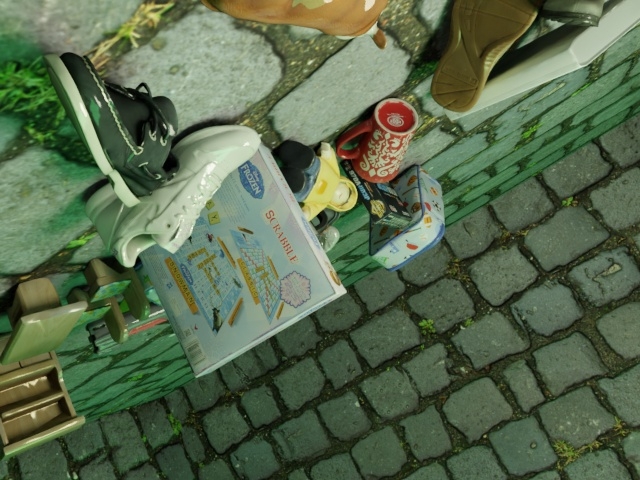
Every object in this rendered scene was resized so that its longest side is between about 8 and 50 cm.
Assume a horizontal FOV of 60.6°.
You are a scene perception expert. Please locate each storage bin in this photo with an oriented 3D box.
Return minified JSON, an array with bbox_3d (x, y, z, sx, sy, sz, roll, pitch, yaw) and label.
[{"bbox_3d":[-0.029,-0.060,1.439,0.091,0.098,0.135,-1,151,-42],"label":"storage bin"}]

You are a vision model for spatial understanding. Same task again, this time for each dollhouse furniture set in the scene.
[{"bbox_3d":[-0.577,0.255,1.126,0.362,0.257,0.394,-15,161,-45],"label":"dollhouse furniture set"}]

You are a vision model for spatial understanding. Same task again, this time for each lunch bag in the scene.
[{"bbox_3d":[-0.338,0.079,1.315,0.176,0.090,0.219,-26,166,-8],"label":"lunch bag"},{"bbox_3d":[0.240,-0.067,1.599,0.243,0.115,0.303,-40,-154,34],"label":"lunch bag"}]

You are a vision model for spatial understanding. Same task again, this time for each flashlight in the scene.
[{"bbox_3d":[-0.436,0.206,1.413,0.304,0.103,0.103,-22,174,-32],"label":"flashlight"}]

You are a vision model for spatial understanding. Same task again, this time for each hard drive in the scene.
[{"bbox_3d":[0.408,-0.337,1.014,0.233,0.047,0.353,-39,-170,-16],"label":"hard drive"}]

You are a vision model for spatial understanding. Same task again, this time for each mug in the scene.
[{"bbox_3d":[0.123,-0.205,1.157,0.150,0.113,0.169,-25,163,-20],"label":"mug"}]

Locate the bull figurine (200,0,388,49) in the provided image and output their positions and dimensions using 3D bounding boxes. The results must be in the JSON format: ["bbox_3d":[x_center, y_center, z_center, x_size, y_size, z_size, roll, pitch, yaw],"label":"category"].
[{"bbox_3d":[0.014,-0.300,0.603,0.310,0.101,0.188,-19,160,-43],"label":"bull figurine"}]

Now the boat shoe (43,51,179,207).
[{"bbox_3d":[-0.228,-0.134,0.669,0.113,0.127,0.340,-26,168,-13],"label":"boat shoe"}]

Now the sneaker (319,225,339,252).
[{"bbox_3d":[0.000,0.000,1.752,0.115,0.090,0.232,-27,177,-38],"label":"sneaker"}]

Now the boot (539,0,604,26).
[{"bbox_3d":[0.388,-0.409,0.794,0.246,0.083,0.161,-50,152,-50],"label":"boot"}]

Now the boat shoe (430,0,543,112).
[{"bbox_3d":[0.289,-0.370,0.919,0.123,0.123,0.342,-56,169,-30],"label":"boat shoe"}]

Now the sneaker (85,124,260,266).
[{"bbox_3d":[-0.217,-0.069,0.879,0.305,0.152,0.114,-31,164,4],"label":"sneaker"}]

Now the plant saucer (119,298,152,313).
[{"bbox_3d":[-0.472,0.183,1.528,0.188,0.045,0.188,-15,161,-45],"label":"plant saucer"}]

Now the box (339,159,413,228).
[{"bbox_3d":[0.144,-0.119,1.371,0.051,0.175,0.220,-33,165,18],"label":"box"}]

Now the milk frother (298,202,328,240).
[{"bbox_3d":[-0.053,-0.059,1.273,0.129,0.135,0.143,-34,168,-2],"label":"milk frother"}]

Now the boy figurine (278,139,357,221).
[{"bbox_3d":[-0.007,-0.113,1.165,0.285,0.092,0.177,24,88,-65],"label":"boy figurine"}]

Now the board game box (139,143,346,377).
[{"bbox_3d":[-0.164,0.037,1.020,0.317,0.319,0.066,-31,168,14],"label":"board game box"}]
